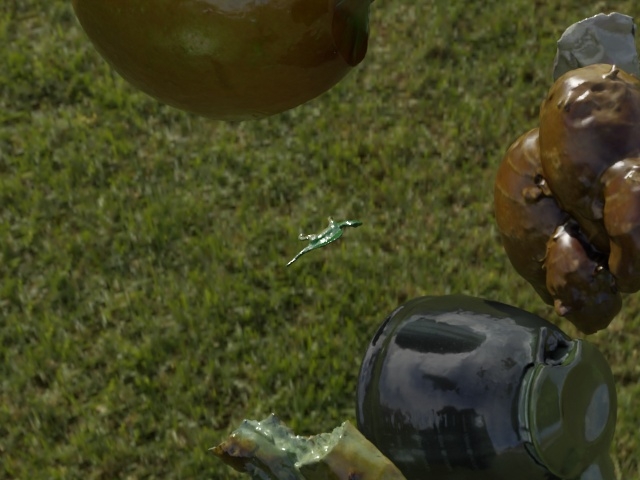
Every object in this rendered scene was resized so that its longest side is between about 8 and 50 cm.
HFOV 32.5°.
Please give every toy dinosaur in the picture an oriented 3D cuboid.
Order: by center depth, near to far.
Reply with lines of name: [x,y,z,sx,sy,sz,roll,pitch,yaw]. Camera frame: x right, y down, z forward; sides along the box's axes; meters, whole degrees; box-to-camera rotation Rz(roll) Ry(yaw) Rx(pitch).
toy dinosaur: [0.000,-0.001,1.521,0.119,0.029,0.060,-32,19,-22]

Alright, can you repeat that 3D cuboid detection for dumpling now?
dumpling: [0.417,-0.267,1.664,0.127,0.188,0.108,-15,56,2]

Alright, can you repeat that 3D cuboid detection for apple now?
apple: [-0.081,-0.309,1.223,0.374,0.384,0.374,-2,85,21]

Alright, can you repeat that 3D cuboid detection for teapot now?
teapot: [0.191,0.218,1.177,0.239,0.239,0.322,7,83,-40]

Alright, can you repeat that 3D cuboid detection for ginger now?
ginger: [0.336,-0.036,1.392,0.152,0.357,0.274,-14,66,-21]

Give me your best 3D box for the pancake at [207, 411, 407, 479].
pancake: [0.003,0.361,0.984,0.305,0.427,0.067,20,23,19]
